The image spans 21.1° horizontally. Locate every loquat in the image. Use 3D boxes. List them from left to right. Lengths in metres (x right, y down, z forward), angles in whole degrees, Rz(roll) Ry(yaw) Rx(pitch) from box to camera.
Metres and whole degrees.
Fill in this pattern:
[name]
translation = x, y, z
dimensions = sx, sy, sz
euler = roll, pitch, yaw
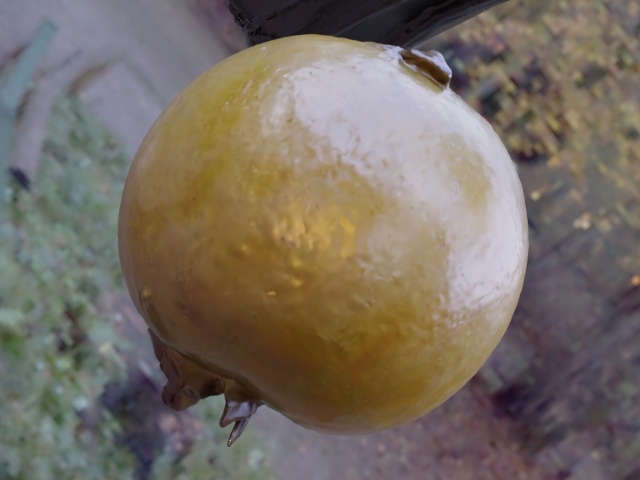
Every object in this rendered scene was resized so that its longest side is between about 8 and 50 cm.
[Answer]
[loquat]
translation = 0.000, 0.000, 0.635
dimensions = 0.163, 0.163, 0.137
euler = 50, 0, -17

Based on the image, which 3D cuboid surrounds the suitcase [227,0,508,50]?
[suitcase]
translation = 0.113, -0.246, 1.096
dimensions = 0.345, 0.339, 0.188
euler = -31, 98, -44
